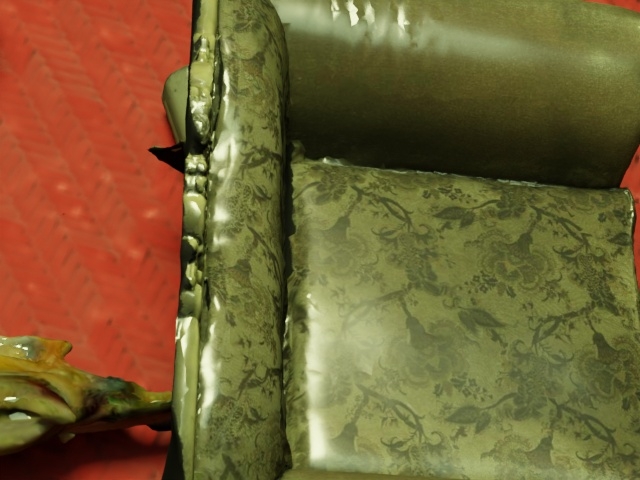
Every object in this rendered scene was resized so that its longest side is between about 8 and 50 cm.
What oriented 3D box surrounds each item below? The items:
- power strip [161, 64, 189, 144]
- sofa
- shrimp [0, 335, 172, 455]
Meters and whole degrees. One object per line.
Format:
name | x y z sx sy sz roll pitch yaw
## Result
power strip | 0.000 0.000 0.716 0.092 0.034 0.268 -11 62 -18
sofa | 0.040 0.022 0.579 0.200 0.182 0.258 7 57 -10
shrimp | -0.167 0.095 0.609 0.254 0.059 0.145 5 60 -8
